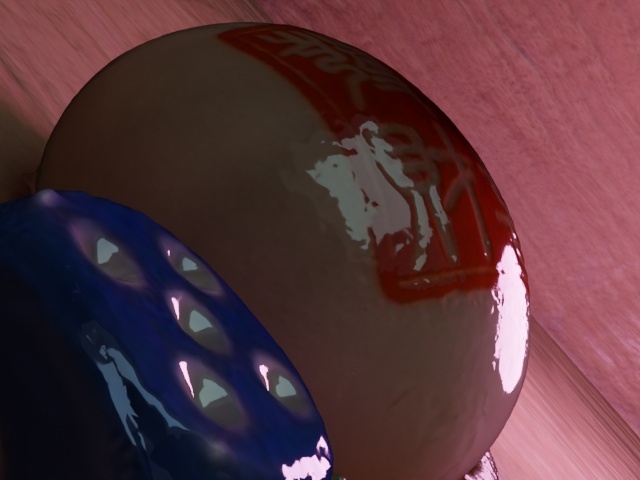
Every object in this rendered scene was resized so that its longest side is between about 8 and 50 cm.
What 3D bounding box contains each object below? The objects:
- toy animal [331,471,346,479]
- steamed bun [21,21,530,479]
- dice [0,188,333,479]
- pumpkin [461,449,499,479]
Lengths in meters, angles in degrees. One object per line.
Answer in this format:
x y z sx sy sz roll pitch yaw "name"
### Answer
0.037 0.213 0.585 0.136 0.073 0.181 47 6 -37 "toy animal"
0.000 0.000 0.749 0.374 0.241 0.374 46 14 -15 "steamed bun"
-0.092 0.077 0.387 0.143 0.146 0.146 52 13 15 "dice"
0.131 0.210 1.012 0.101 0.035 0.073 44 23 -31 "pumpkin"
